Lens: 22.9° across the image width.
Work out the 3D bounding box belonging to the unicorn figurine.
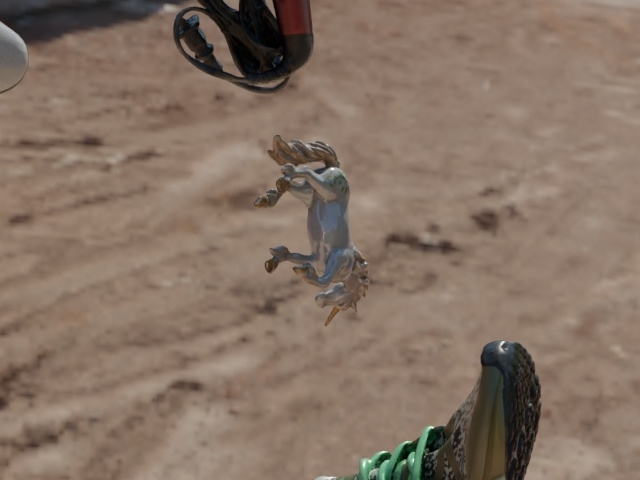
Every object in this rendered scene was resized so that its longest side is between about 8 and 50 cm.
[{"bbox_3d":[0.000,0.000,1.227,0.060,0.162,0.111,13,12,38],"label":"unicorn figurine"}]

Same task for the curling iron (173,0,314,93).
[{"bbox_3d":[-0.042,-0.200,0.732,0.068,0.274,0.035,-3,17,-2],"label":"curling iron"}]

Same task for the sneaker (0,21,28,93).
[{"bbox_3d":[-0.353,-0.194,1.431,0.270,0.090,0.145,16,-14,-41],"label":"sneaker"}]

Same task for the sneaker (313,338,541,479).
[{"bbox_3d":[0.078,0.247,1.435,0.182,0.410,0.158,19,36,4],"label":"sneaker"}]
